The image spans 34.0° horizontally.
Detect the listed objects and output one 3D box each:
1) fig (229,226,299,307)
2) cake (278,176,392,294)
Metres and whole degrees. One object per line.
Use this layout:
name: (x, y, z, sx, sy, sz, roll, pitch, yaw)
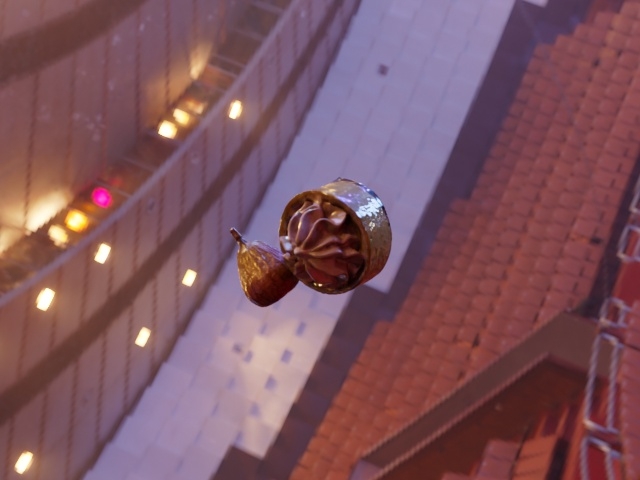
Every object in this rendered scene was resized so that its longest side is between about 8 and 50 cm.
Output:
fig: (-0.112, 0.058, 1.880, 0.119, 0.153, 0.119, -52, 21, 30)
cake: (0.000, 0.000, 1.778, 0.178, 0.208, 0.185, -13, -53, -42)
